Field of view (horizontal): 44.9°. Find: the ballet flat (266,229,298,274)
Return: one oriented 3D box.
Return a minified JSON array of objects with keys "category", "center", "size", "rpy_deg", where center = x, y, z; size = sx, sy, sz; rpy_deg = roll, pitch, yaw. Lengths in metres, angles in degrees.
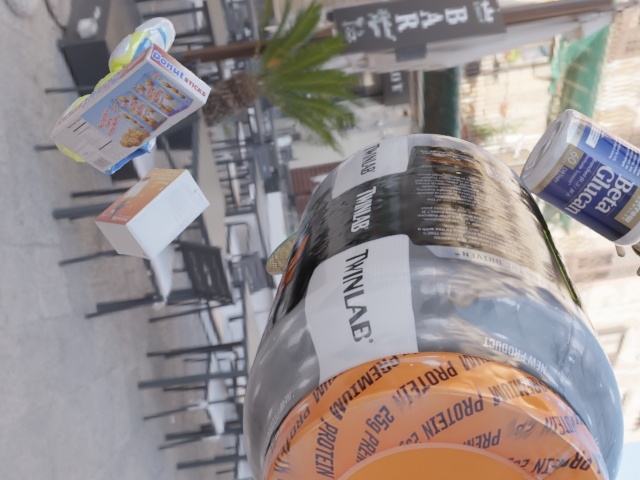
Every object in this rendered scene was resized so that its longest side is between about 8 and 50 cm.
[{"category":"ballet flat","center":[0.000,0.000,1.203],"size":[0.073,0.206,0.067],"rpy_deg":[18,32,-56]}]

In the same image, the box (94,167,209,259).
[{"category":"box","center":[-0.329,-0.055,1.516],"size":[0.130,0.170,0.091],"rpy_deg":[7,-44,46]}]

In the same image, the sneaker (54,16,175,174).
[{"category":"sneaker","center":[-0.260,-0.194,1.098],"size":[0.126,0.240,0.091],"rpy_deg":[39,-2,2]}]

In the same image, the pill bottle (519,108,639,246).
[{"category":"pill bottle","center":[0.299,-0.053,0.793],"size":[0.094,0.169,0.094],"rpy_deg":[-59,180,0]}]

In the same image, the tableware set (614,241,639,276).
[{"category":"tableware set","center":[0.461,-0.027,1.075],"size":[0.194,0.128,0.039],"rpy_deg":[-80,164,-51]}]

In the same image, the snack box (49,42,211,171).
[{"category":"snack box","center":[-0.180,-0.116,0.713],"size":[0.064,0.178,0.022],"rpy_deg":[37,51,-30]}]

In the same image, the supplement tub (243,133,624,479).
[{"category":"supplement tub","center":[0.063,0.065,0.467],"size":[0.316,0.193,0.194],"rpy_deg":[-76,159,-67]}]
